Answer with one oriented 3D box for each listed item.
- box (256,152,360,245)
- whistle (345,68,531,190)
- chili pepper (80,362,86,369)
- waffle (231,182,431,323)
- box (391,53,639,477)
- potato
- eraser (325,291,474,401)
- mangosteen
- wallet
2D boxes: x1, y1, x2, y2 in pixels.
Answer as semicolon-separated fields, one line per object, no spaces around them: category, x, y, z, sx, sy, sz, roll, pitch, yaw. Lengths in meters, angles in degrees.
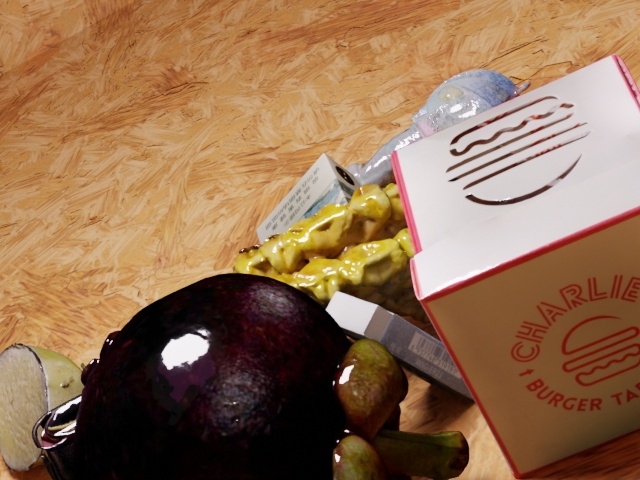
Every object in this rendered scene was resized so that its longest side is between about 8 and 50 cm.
box;0.000;0.000;2.351;0.164;0.069;0.256;-49;26;14
whistle;0.171;-0.151;2.470;0.346;0.134;0.142;-31;32;12
chili pepper;-0.230;0.198;2.287;0.204;0.073;0.072;-2;12;24
waffle;0.028;0.065;2.118;0.324;0.261;0.151;-30;55;3
box;0.287;0.026;1.865;0.314;0.312;0.300;-23;35;10
potato;-0.384;0.234;2.306;0.117;0.182;0.202;-1;-7;-33
eraser;0.106;0.129;1.981;0.092;0.212;0.046;18;78;51
mangosteen;-0.065;0.236;1.847;0.435;0.382;0.382;23;48;12
wallet;-0.242;0.228;2.106;0.262;0.221;0.071;-28;65;-12
